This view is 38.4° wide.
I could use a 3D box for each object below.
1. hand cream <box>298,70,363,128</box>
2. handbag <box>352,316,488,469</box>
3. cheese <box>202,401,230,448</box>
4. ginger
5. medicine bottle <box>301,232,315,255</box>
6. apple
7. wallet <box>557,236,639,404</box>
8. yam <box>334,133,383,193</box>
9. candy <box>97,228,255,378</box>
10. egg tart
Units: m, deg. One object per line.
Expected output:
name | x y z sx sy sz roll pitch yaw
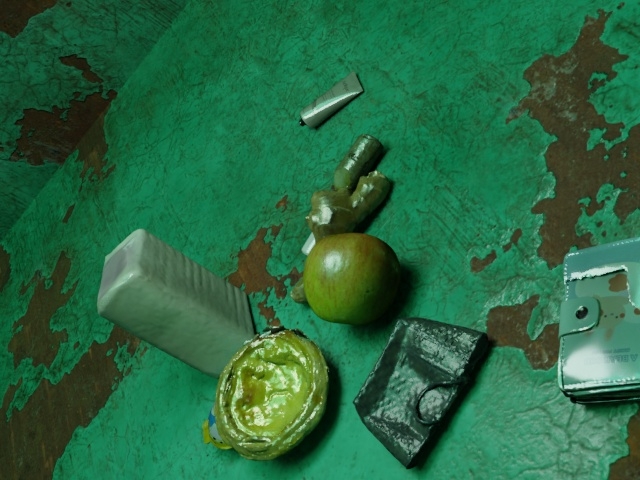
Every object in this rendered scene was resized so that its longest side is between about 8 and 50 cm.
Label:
hand cream | 0.022 -0.345 2.299 0.186 0.054 0.087 -36 44 17
handbag | 0.175 0.255 1.627 0.175 0.089 0.270 26 84 47
cheese | -0.153 0.355 1.949 0.250 0.064 0.156 -30 43 15
ginger | 0.028 -0.012 1.985 0.081 0.148 0.333 -175 108 -83
medicine bottle | 0.000 0.000 2.049 0.089 0.052 0.052 -59 35 -2
apple | 0.058 0.079 1.806 0.196 0.196 0.195 -30 43 33
wallet | 0.453 0.123 1.401 0.176 0.075 0.250 -14 54 37
yam | 0.079 -0.171 2.074 0.146 0.070 0.070 -54 35 2
candy | -0.323 0.140 2.069 0.145 0.359 0.208 -42 31 20
egg tart | -0.092 0.311 1.852 0.279 0.095 0.278 -14 57 22
